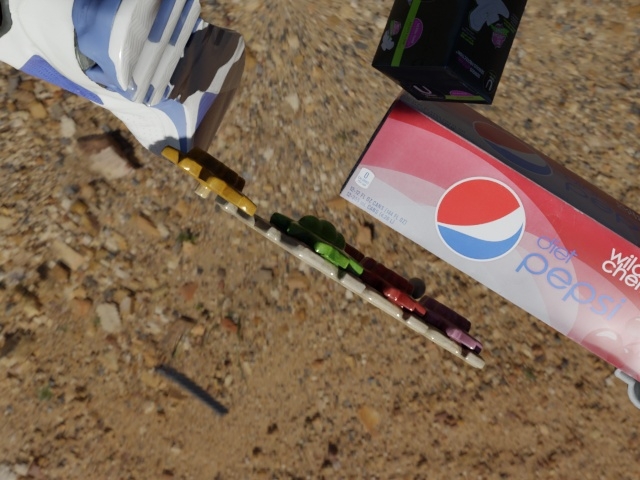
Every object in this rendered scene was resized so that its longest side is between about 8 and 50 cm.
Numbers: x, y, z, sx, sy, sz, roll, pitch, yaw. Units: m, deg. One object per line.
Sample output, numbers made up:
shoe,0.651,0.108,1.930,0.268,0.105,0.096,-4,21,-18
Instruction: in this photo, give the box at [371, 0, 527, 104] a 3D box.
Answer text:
box,0.080,-0.131,0.564,0.052,0.062,0.083,27,79,-43

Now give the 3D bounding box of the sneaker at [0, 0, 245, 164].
sneaker,-0.182,-0.173,0.801,0.182,0.315,0.128,24,84,10

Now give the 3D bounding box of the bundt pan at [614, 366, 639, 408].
bundt pan,0.468,0.075,0.951,0.330,0.124,0.331,7,140,6

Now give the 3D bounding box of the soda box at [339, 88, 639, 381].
soda box,0.150,-0.009,0.661,0.263,0.092,0.083,31,114,0

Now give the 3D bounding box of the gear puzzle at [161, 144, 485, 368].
gear puzzle,0.000,0.000,0.800,0.339,0.175,0.044,33,89,-34
